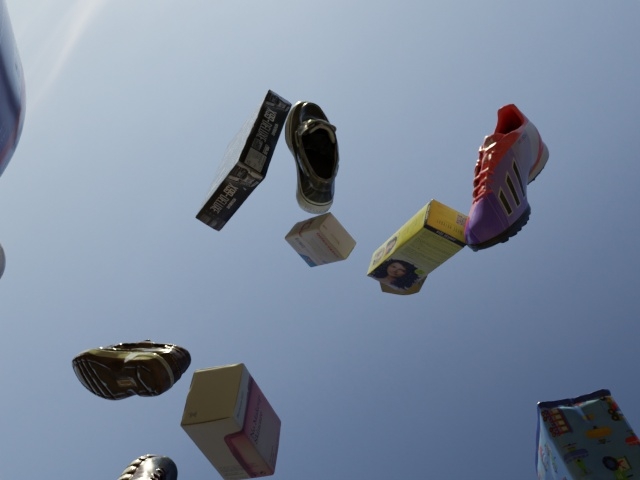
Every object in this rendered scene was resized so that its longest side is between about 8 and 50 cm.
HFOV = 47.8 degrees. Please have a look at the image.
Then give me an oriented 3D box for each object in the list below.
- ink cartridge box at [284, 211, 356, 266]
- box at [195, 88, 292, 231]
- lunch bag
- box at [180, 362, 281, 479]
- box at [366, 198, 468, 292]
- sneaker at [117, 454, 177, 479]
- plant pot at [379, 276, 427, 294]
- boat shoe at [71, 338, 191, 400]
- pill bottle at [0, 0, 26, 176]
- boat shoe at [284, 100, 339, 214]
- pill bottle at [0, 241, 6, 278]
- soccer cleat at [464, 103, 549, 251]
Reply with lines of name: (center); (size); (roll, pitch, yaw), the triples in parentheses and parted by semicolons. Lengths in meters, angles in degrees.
ink cartridge box: (0.000, 0.000, 1.453); (0.122, 0.088, 0.052); (-13, -147, 54)
box: (-0.194, -0.205, 1.834); (0.242, 0.076, 0.307); (-45, -159, 41)
lunch bag: (0.444, 0.435, 1.219); (0.138, 0.293, 0.221); (-9, -137, -10)
box: (-0.191, 0.405, 1.603); (0.126, 0.232, 0.149); (-12, -140, 16)
box: (0.174, 0.016, 1.307); (0.232, 0.087, 0.058); (-50, -162, 55)
sneaker: (-0.262, 0.422, 1.159); (0.162, 0.281, 0.106); (-8, -88, 19)
plant pot: (0.177, 0.067, 1.515); (0.083, 0.081, 0.081); (16, -122, 27)
boat shoe: (-0.317, 0.214, 1.230); (0.257, 0.095, 0.095); (-2, -158, 39)
pill bottle: (-0.222, -0.112, 0.275); (0.323, 0.181, 0.182); (140, -31, -69)
boat shoe: (-0.003, -0.213, 1.623); (0.119, 0.121, 0.335); (117, -28, -46)
pill bottle: (-0.641, 0.055, 1.263); (0.264, 0.146, 0.146); (-38, -137, 45)
soccer cleat: (0.289, -0.105, 1.178); (0.108, 0.116, 0.318); (-16, -153, 40)
